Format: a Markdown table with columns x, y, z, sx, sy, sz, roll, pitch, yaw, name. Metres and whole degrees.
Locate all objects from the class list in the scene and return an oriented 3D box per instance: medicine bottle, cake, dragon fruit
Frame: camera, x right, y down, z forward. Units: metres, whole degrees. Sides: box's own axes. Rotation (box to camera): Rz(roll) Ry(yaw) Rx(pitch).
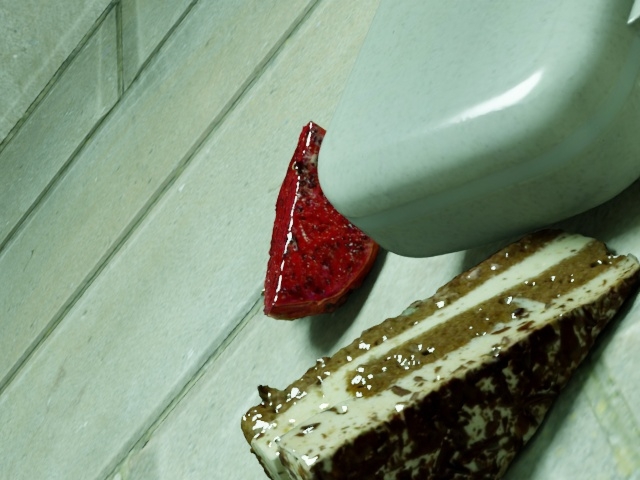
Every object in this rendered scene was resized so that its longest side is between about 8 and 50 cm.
| x | y | z | sx | sy | sz | roll | pitch | yaw | name |
| --- | --- | --- | --- | --- | --- | --- | --- | --- | --- |
| 0.147 | -0.165 | 1.157 | 0.282 | 0.123 | 0.375 | -17 | 41 | 44 | medicine bottle |
| 0.088 | 0.107 | 1.022 | 0.246 | 0.135 | 0.112 | -30 | 26 | -16 | cake |
| 0.000 | 0.000 | 1.332 | 0.106 | 0.083 | 0.162 | 127 | 151 | -66 | dragon fruit |
